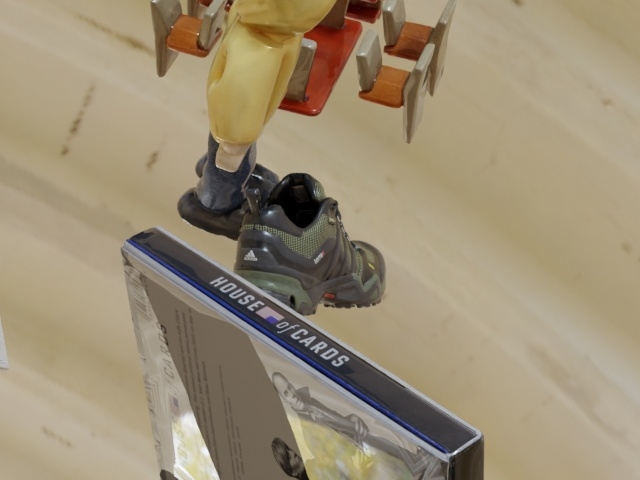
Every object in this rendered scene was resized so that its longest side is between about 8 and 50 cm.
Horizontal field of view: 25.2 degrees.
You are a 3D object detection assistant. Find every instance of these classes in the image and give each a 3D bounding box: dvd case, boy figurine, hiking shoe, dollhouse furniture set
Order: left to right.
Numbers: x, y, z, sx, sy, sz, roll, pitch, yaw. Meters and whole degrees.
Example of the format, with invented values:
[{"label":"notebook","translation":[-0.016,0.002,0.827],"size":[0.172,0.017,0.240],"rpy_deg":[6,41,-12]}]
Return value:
[{"label":"boy figurine","translation":[-0.044,-0.139,1.167],"size":[0.177,0.092,0.285],"rpy_deg":[-70,2,-50]},{"label":"dvd case","translation":[-0.013,0.114,0.731],"size":[0.029,0.239,0.179],"rpy_deg":[-28,-49,-31]},{"label":"dollhouse furniture set","translation":[-0.001,-0.209,1.400],"size":[0.135,0.262,0.259],"rpy_deg":[94,-164,-45]},{"label":"hiking shoe","translation":[0.000,0.000,1.220],"size":[0.227,0.086,0.114],"rpy_deg":[-8,-76,-66]}]

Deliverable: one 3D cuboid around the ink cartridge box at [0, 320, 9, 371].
[{"label":"ink cartridge box","translation":[-0.481,0.119,1.915],"size":[0.099,0.135,0.056],"rpy_deg":[-20,-16,19]}]
